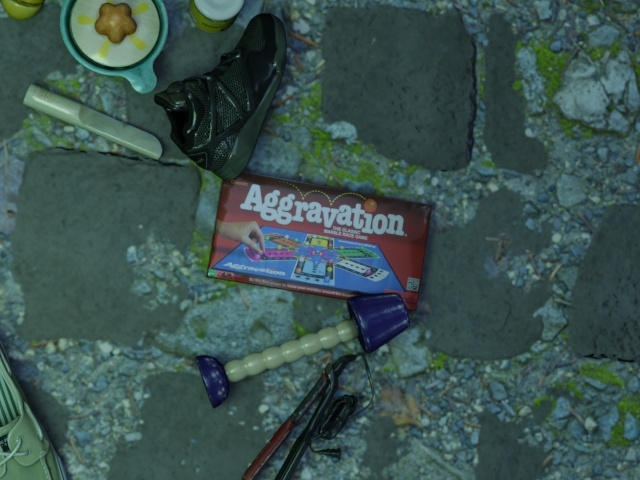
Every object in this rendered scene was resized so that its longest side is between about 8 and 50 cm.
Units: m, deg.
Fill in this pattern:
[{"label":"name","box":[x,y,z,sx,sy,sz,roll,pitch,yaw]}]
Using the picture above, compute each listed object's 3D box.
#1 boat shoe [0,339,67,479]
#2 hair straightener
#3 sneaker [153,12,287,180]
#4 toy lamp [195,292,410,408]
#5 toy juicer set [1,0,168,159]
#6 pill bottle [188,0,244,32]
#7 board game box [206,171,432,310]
[{"label":"boat shoe","box":[-0.393,0.238,1.547,0.109,0.094,0.302,-24,92,-11]},{"label":"hair straightener","box":[-0.003,0.246,1.651,0.089,0.047,0.230,38,77,-7]},{"label":"sneaker","box":[-0.125,-0.203,1.603,0.130,0.087,0.227,28,76,-29]},{"label":"toy lamp","box":[-0.020,0.134,1.623,0.275,0.080,0.080,-20,91,-9]},{"label":"toy juicer set","box":[-0.296,-0.272,1.593,0.209,0.089,0.328,2,87,-11]},{"label":"pill bottle","box":[-0.134,-0.300,1.611,0.065,0.116,0.065,0,88,-10]},{"label":"board game box","box":[0.000,0.000,1.667,0.281,0.027,0.145,9,85,-10]}]
